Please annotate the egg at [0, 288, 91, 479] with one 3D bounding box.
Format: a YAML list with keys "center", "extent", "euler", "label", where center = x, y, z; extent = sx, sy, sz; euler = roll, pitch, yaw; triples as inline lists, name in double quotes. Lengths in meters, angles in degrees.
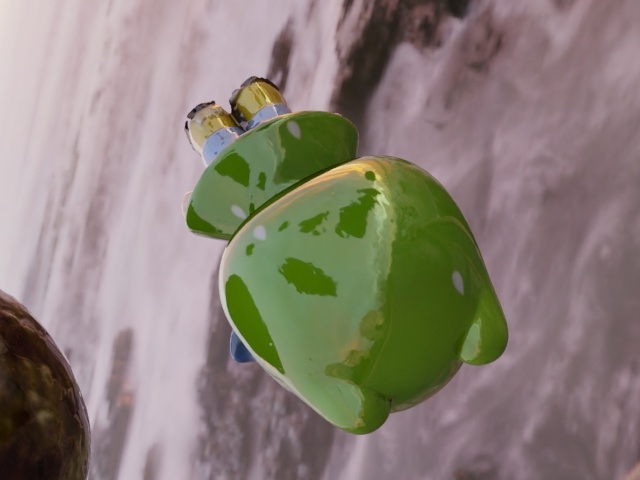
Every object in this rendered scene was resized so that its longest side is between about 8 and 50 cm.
- center: [-0.288, 0.121, 0.804]
  extent: [0.238, 0.289, 0.238]
  euler: [-31, 23, 15]
  label: "egg"

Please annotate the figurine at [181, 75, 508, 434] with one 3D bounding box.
- center: [0.000, 0.000, 0.758]
  extent: [0.263, 0.162, 0.143]
  euler: [54, 162, 34]
  label: "figurine"
